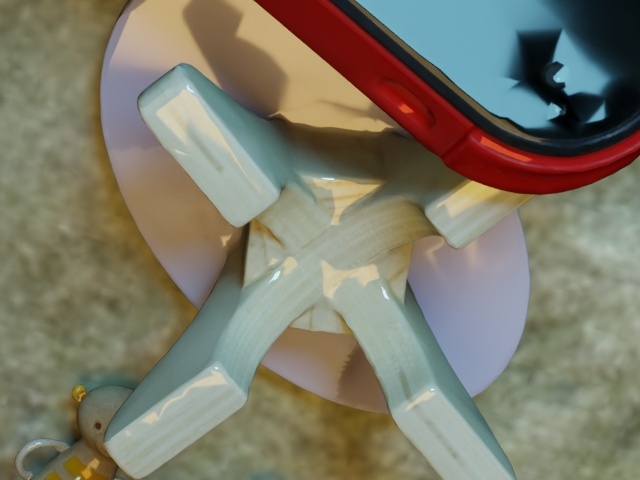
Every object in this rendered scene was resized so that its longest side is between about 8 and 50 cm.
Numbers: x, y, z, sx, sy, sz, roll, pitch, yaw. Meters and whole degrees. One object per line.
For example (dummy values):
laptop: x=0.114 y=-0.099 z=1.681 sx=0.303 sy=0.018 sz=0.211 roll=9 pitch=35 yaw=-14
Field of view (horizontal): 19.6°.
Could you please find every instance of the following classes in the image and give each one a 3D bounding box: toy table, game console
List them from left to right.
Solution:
toy table: x=0.000 y=0.000 z=0.892 sx=0.274 sy=0.161 sz=0.252 roll=39 pitch=105 yaw=-15
game console: x=0.061 y=-0.248 z=0.780 sx=0.386 sy=0.060 sz=0.342 roll=40 pitch=80 yaw=-4

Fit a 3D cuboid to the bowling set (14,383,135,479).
bowling set: x=-0.048 y=0.225 z=0.958 sx=0.287 sy=0.200 sz=0.154 roll=33 pitch=104 yaw=-17
